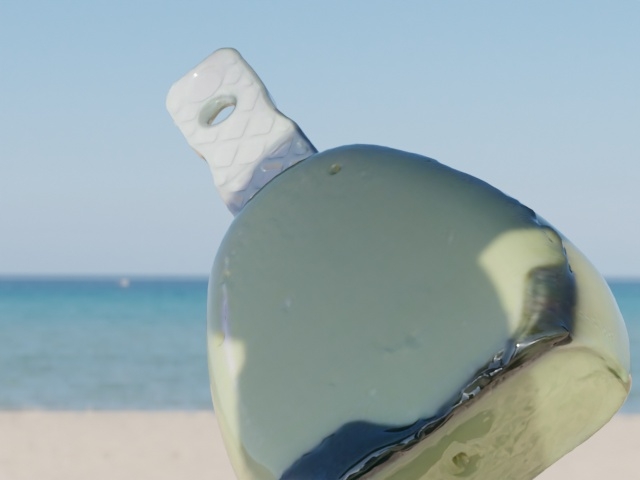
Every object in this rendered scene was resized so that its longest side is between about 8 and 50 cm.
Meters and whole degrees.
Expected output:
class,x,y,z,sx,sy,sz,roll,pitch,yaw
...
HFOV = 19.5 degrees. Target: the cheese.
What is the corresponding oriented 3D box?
class,x,y,z,sx,sy,sz,roll,pitch,yaw
cheese,0.000,0.000,0.627,0.127,0.054,0.251,-36,40,1
